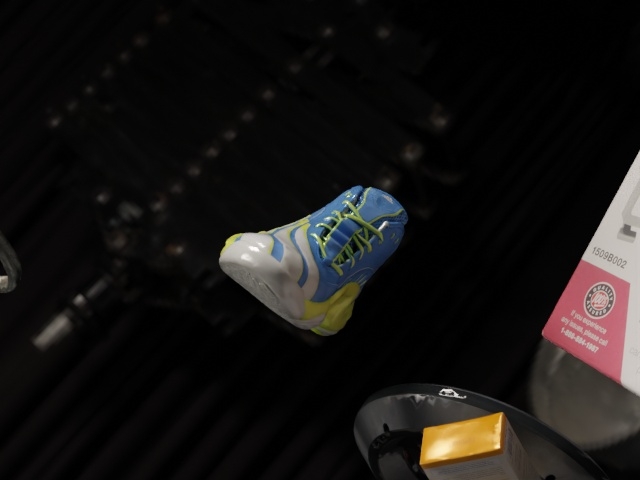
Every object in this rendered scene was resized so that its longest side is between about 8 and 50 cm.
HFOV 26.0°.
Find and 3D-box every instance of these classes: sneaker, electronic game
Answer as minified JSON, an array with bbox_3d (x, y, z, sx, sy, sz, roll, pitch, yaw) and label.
[{"bbox_3d":[0.000,0.000,1.063,0.091,0.126,0.240,37,-1,11],"label":"sneaker"},{"bbox_3d":[0.133,0.190,1.115,0.229,0.048,0.229,21,-33,15],"label":"electronic game"}]

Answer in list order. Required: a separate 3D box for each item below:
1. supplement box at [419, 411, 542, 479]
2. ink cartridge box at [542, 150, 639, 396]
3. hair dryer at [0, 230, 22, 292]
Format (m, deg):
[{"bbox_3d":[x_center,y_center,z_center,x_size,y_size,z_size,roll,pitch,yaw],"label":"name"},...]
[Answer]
[{"bbox_3d":[0.119,0.171,0.985,0.062,0.036,0.098,-15,-53,23],"label":"supplement box"},{"bbox_3d":[0.306,-0.009,0.946,0.117,0.283,0.207,25,4,-28],"label":"ink cartridge box"},{"bbox_3d":[-0.236,-0.105,0.546,0.293,0.080,0.223,27,-63,8],"label":"hair dryer"}]
